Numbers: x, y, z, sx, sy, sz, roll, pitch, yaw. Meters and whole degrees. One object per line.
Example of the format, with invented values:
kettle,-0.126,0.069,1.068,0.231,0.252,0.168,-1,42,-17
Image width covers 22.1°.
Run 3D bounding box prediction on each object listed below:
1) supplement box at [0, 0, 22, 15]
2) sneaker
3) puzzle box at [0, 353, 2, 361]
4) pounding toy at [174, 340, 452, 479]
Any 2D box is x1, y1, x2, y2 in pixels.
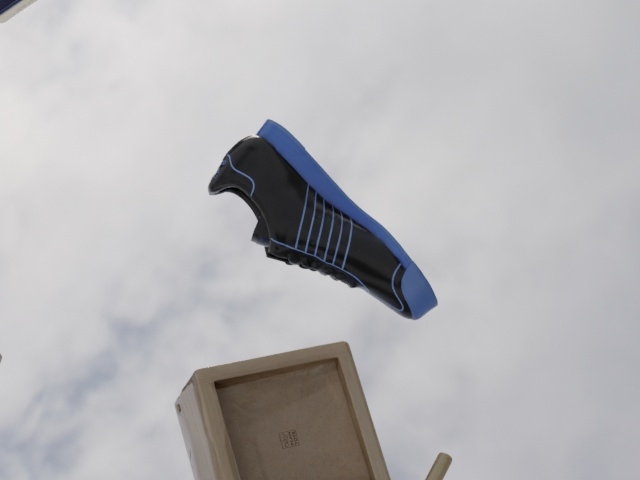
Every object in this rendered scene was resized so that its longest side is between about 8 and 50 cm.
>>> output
supplement box,-0.375,-0.396,1.994,0.195,0.194,0.356,-34,-170,-2
sneaker,0.000,0.000,1.478,0.090,0.081,0.232,-44,-95,-9
puzzle box,-0.607,0.103,1.901,0.409,0.272,0.052,-14,-145,22
pounding toy,0.005,0.192,1.259,0.094,0.181,0.206,125,-49,-61
